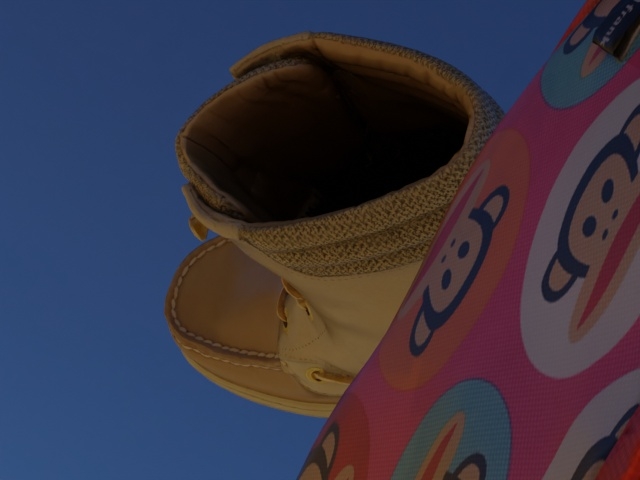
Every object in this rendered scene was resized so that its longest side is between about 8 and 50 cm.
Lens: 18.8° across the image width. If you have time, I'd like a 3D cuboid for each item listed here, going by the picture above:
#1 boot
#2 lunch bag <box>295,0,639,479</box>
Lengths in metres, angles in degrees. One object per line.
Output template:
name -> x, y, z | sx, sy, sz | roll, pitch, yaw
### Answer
boot -> 0.000, 0.000, 0.756 | 0.262, 0.095, 0.203 | 4, -21, 39
lunch bag -> 0.068, 0.103, 0.374 | 0.120, 0.293, 0.258 | 20, 17, -15
